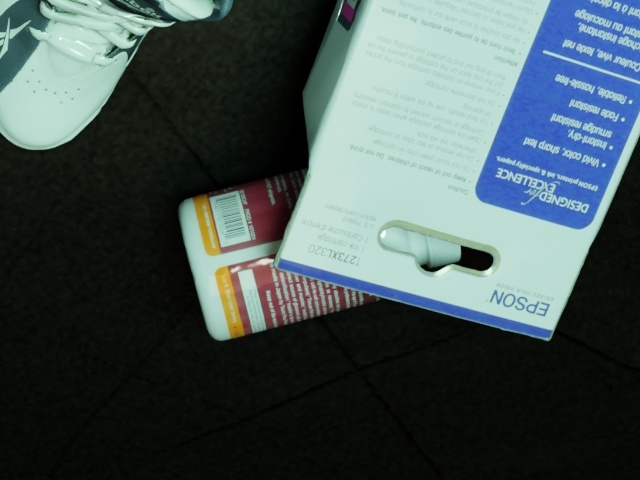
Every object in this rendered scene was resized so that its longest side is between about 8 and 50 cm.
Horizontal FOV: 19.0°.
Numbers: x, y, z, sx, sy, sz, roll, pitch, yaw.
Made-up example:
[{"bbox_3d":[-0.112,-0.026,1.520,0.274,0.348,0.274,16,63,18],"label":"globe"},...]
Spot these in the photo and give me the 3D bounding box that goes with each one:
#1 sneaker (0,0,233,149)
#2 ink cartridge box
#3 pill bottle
[{"bbox_3d":[-0.109,-0.125,0.963,0.094,0.153,0.235,25,113,-22],"label":"sneaker"},{"bbox_3d":[0.110,-0.139,1.020,0.176,0.069,0.371,15,105,-20],"label":"ink cartridge box"},{"bbox_3d":[0.000,0.000,1.099,0.152,0.086,0.086,-14,122,-3],"label":"pill bottle"}]
